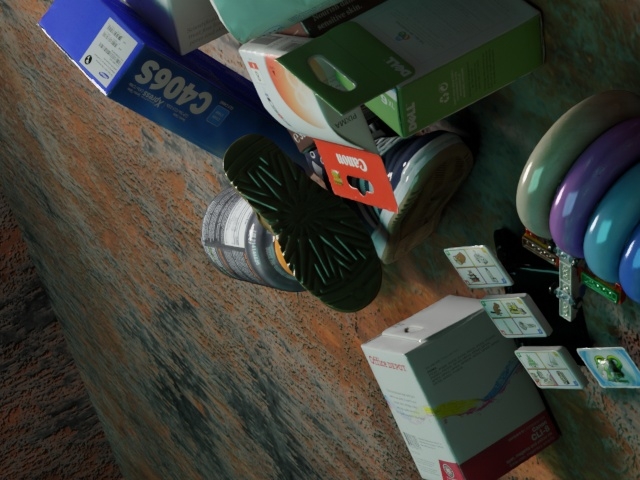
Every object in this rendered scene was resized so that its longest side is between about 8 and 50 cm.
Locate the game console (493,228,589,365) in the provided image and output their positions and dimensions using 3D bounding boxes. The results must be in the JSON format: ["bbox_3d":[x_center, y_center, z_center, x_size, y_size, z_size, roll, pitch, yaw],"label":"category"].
[{"bbox_3d":[0.223,0.057,1.814,0.107,0.071,0.122,-93,-11,-56],"label":"game console"}]

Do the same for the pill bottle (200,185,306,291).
[{"bbox_3d":[-0.052,-0.004,2.253,0.130,0.130,0.246,65,161,-14],"label":"pill bottle"}]

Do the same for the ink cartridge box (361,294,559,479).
[{"bbox_3d":[0.151,0.165,1.974,0.176,0.127,0.128,64,162,-12],"label":"ink cartridge box"}]

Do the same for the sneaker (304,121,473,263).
[{"bbox_3d":[0.065,-0.084,1.882,0.153,0.099,0.282,55,164,12],"label":"sneaker"}]

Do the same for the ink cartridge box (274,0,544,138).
[{"bbox_3d":[0.079,-0.156,1.564,0.109,0.209,0.062,44,155,40],"label":"ink cartridge box"}]

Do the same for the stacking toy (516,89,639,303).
[{"bbox_3d":[0.306,0.027,1.385,0.330,0.141,0.141,44,156,31],"label":"stacking toy"}]

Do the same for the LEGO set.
[{"bbox_3d":[0.242,0.059,1.708,0.182,0.060,0.244,54,156,-13],"label":"LEGO set"}]

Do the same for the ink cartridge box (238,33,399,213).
[{"bbox_3d":[-0.003,-0.106,1.695,0.145,0.045,0.179,20,134,63],"label":"ink cartridge box"}]

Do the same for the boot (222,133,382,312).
[{"bbox_3d":[0.000,0.000,1.976,0.236,0.089,0.269,55,179,16],"label":"boot"}]

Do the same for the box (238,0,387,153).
[{"bbox_3d":[-0.033,-0.294,1.772,0.381,0.143,0.191,62,162,2],"label":"box"}]

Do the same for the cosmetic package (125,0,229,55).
[{"bbox_3d":[-0.148,-0.333,1.987,0.183,0.151,0.151,46,157,39],"label":"cosmetic package"}]

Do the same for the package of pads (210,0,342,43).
[{"bbox_3d":[-0.039,-0.346,1.577,0.296,0.229,0.101,63,-156,-7],"label":"package of pads"}]

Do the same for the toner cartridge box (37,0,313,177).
[{"bbox_3d":[-0.152,-0.172,2.068,0.348,0.075,0.165,28,-165,-50],"label":"toner cartridge box"}]
